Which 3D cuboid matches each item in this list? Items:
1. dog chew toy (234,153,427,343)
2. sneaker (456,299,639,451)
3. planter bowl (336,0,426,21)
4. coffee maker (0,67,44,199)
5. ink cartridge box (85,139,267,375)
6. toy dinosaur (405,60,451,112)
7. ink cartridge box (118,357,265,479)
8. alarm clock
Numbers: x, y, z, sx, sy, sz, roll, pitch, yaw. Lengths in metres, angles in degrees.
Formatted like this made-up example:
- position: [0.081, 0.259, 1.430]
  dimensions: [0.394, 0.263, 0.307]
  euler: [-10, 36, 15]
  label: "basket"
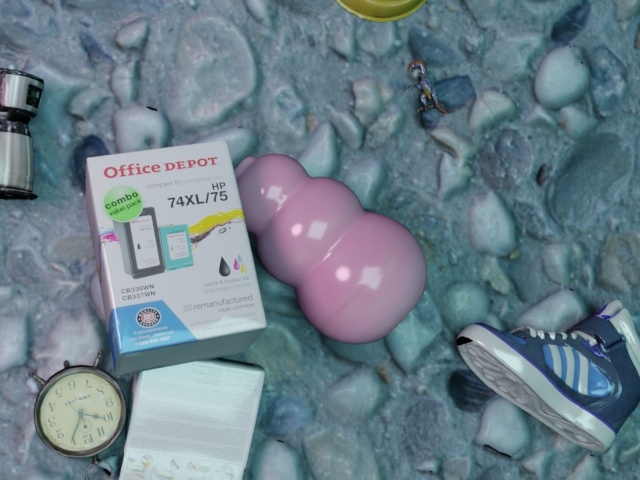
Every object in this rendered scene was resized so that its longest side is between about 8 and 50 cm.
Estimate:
- position: [0.000, 0.000, 1.392]
  dimensions: [0.332, 0.206, 0.206]
  euler: [43, 77, -1]
  label: "dog chew toy"
- position: [0.403, 0.172, 1.538]
  dimensions: [0.323, 0.130, 0.236]
  euler: [37, 69, -7]
  label: "sneaker"
- position: [0.107, -0.472, 1.492]
  dimensions: [0.217, 0.090, 0.217]
  euler: [1, 87, -15]
  label: "planter bowl"
- position: [-0.480, -0.151, 1.295]
  dimensions: [0.171, 0.120, 0.178]
  euler: [3, 86, -15]
  label: "coffee maker"
- position: [-0.210, 0.027, 1.296]
  dimensions: [0.198, 0.197, 0.269]
  euler: [-10, 76, -16]
  label: "ink cartridge box"
- position: [0.173, -0.256, 1.538]
  dimensions: [0.090, 0.047, 0.082]
  euler: [11, 73, -48]
  label: "toy dinosaur"
- position: [-0.199, 0.289, 1.394]
  dimensions: [0.189, 0.066, 0.232]
  euler: [12, 93, -15]
  label: "ink cartridge box"
- position: [-0.343, 0.265, 1.343]
  dimensions: [0.129, 0.064, 0.192]
  euler: [-16, 89, -16]
  label: "alarm clock"
